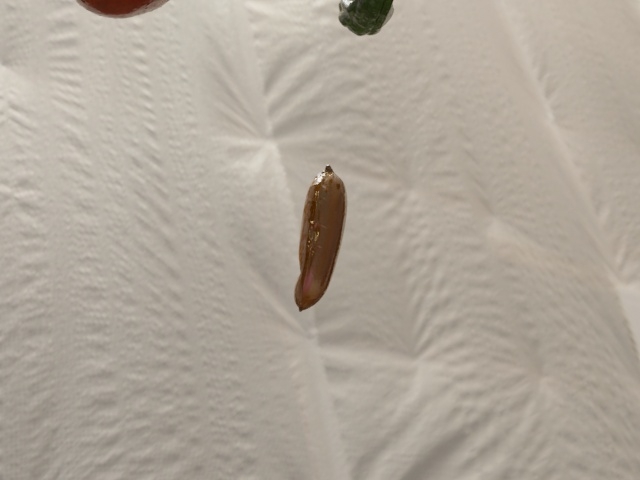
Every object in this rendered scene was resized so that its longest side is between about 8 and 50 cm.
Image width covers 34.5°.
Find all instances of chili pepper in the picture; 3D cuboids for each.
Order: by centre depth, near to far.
[{"bbox_3d":[0.076,-0.356,1.410,0.074,0.257,0.100,-4,-112,-19],"label":"chili pepper"}]

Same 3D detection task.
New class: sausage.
[{"bbox_3d":[0.000,0.000,1.244,0.054,0.183,0.062,11,-175,19],"label":"sausage"}]

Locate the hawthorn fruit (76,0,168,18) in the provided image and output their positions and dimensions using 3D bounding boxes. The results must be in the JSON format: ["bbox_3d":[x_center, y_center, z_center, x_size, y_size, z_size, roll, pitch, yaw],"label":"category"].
[{"bbox_3d":[-0.172,-0.287,0.983,0.165,0.165,0.285,21,-172,-27],"label":"hawthorn fruit"}]
